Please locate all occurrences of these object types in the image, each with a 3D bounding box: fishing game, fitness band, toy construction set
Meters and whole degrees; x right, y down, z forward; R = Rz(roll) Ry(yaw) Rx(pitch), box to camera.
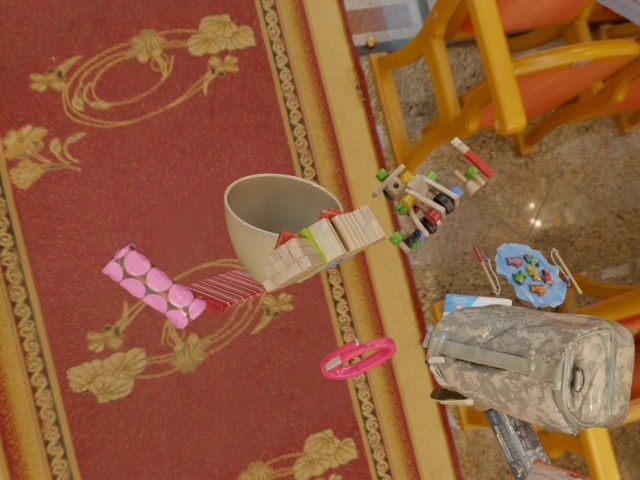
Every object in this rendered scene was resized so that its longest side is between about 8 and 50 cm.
[{"bbox_3d":[0.493,0.074,1.153,0.263,0.041,0.189,4,50,-20],"label":"fishing game"},{"bbox_3d":[0.130,0.415,1.750,0.209,0.290,0.054,24,40,-47],"label":"fitness band"},{"bbox_3d":[0.278,-0.156,1.363,0.309,0.257,0.237,-45,79,15],"label":"toy construction set"}]

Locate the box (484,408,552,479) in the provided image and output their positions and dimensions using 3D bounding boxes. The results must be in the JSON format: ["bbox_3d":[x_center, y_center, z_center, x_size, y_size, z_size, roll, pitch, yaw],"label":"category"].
[{"bbox_3d":[0.663,0.668,1.656,0.183,0.059,0.233,12,47,-44],"label":"box"}]

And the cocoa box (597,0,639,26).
[{"bbox_3d":[0.437,-0.292,0.425,0.228,0.231,0.347,-39,52,14],"label":"cocoa box"}]

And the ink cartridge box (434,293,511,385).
[{"bbox_3d":[0.533,0.357,1.710,0.223,0.129,0.308,3,64,24],"label":"ink cartridge box"}]

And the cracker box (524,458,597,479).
[{"bbox_3d":[0.465,0.508,0.937,0.232,0.155,0.067,3,95,-58],"label":"cracker box"}]

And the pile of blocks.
[{"bbox_3d":[0.000,0.000,1.059,0.362,0.149,0.113,-19,76,-48],"label":"pile of blocks"}]

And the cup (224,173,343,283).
[{"bbox_3d":[-0.119,-0.009,1.418,0.330,0.331,0.237,4,124,-14],"label":"cup"}]

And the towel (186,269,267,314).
[{"bbox_3d":[-0.288,0.154,1.558,0.274,0.198,0.031,-18,118,-54],"label":"towel"}]

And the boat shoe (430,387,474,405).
[{"bbox_3d":[0.456,0.550,1.723,0.048,0.153,0.056,57,42,-24],"label":"boat shoe"}]

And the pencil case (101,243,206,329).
[{"bbox_3d":[-0.339,0.093,1.017,0.095,0.098,0.209,-44,111,5],"label":"pencil case"}]

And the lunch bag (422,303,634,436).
[{"bbox_3d":[0.384,0.228,0.937,0.255,0.305,0.213,16,82,-37],"label":"lunch bag"}]
